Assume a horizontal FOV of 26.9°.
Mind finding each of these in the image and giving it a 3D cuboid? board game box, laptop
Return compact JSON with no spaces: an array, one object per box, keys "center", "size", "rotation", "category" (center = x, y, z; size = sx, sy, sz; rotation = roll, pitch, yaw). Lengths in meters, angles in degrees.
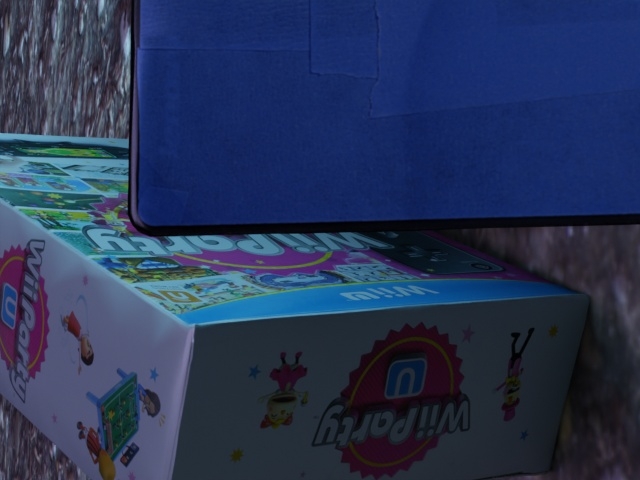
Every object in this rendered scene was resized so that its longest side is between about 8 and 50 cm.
[{"center":[-0.057,0.026,0.668],"size":[0.303,0.224,0.097],"rotation":[27,112,47],"category":"board game box"},{"center":[0.116,-0.206,0.347],"size":[0.408,0.236,0.382],"rotation":[164,107,-67],"category":"laptop"}]
